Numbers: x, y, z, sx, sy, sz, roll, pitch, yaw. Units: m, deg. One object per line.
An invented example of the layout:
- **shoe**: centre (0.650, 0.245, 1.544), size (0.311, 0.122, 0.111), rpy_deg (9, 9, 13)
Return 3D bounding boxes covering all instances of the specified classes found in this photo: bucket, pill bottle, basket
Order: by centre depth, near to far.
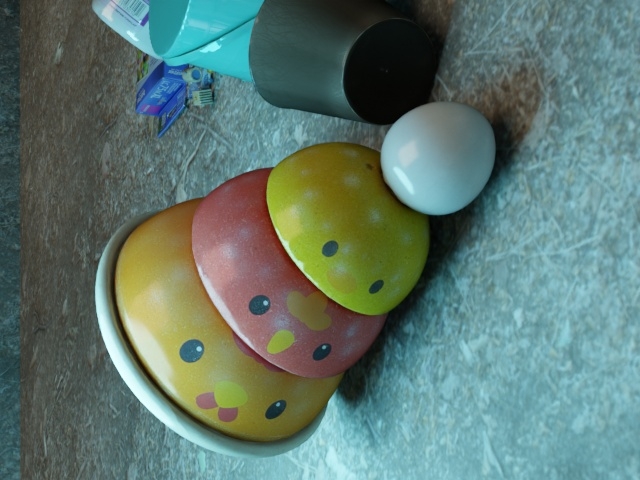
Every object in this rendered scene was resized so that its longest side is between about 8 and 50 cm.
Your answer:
- **basket**: centre (0.031, -0.235, 1.252), size (0.227, 0.154, 0.204), rpy_deg (37, 104, 55)
- **bucket**: centre (-0.152, -0.392, 1.603), size (0.281, 0.183, 0.281), rpy_deg (-27, 59, 60)
- **pill bottle**: centre (-0.252, -0.483, 1.770), size (0.301, 0.169, 0.169), rpy_deg (-51, 35, 9)

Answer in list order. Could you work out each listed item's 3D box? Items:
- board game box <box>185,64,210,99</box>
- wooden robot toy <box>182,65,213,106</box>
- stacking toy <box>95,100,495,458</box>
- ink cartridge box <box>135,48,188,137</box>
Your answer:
- **board game box**: centre (-0.231, -0.317, 1.923), size (0.090, 0.020, 0.090), rpy_deg (9, 90, 63)
- **wooden robot toy**: centre (-0.206, -0.332, 1.829), size (0.079, 0.076, 0.173), rpy_deg (11, 94, 52)
- **stacking toy**: centre (0.000, 0.000, 1.150), size (0.480, 0.350, 0.350), rpy_deg (-41, 47, 33)
- **ink cartridge box**: centre (-0.330, -0.391, 2.095), size (0.186, 0.065, 0.311), rpy_deg (-30, 59, 58)
